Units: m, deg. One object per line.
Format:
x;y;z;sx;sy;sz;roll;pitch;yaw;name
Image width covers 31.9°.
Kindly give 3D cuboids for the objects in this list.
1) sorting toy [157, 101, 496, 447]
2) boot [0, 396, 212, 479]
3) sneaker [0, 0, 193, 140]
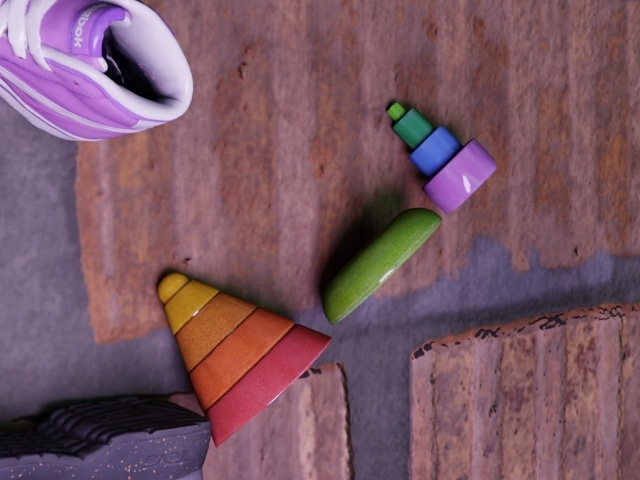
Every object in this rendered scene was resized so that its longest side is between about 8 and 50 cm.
0.000;0.000;0.916;0.126;0.127;0.365;45;59;1;sorting toy
-0.215;0.232;0.731;0.338;0.118;0.222;2;97;-35;boot
-0.198;-0.155;0.683;0.282;0.161;0.102;28;77;-36;sneaker
